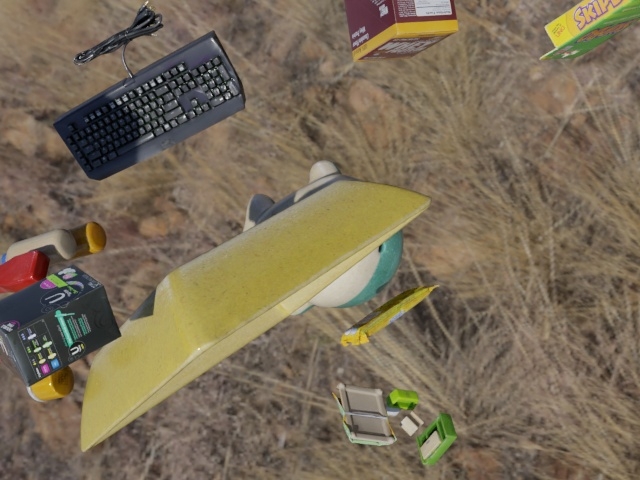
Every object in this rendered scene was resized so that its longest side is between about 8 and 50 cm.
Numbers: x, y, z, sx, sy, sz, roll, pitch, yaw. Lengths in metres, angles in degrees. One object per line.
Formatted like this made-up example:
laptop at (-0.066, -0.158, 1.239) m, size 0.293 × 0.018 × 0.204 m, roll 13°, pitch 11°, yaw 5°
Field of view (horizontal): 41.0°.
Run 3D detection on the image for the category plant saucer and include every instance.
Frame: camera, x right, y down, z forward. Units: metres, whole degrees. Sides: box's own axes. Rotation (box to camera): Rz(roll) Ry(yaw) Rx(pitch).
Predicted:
plant saucer at (-0.088, 0.061, 0.887) m, size 0.081 × 0.332 × 0.333 m, roll 54°, pitch 139°, yaw 4°

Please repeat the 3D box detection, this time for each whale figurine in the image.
whale figurine at (0.000, 0.000, 1.180) m, size 0.272 × 0.141 × 0.217 m, roll 6°, pitch 83°, yaw 48°

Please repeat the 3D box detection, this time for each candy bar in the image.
candy bar at (0.079, 0.081, 0.973) m, size 0.040 × 0.161 × 0.018 m, roll -16°, pitch 98°, yaw 42°

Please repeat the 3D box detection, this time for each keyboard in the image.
keyboard at (-0.279, -0.228, 1.293) m, size 0.317 × 0.202 × 0.033 m, roll -23°, pitch 14°, yaw 23°

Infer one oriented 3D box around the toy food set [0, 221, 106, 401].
toy food set at (-0.336, 0.074, 1.003) m, size 0.104 × 0.111 × 0.232 m, roll -15°, pitch 56°, yaw 25°

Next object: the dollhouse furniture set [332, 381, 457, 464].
dollhouse furniture set at (0.076, 0.214, 0.978) m, size 0.059 × 0.151 × 0.076 m, roll -58°, pitch 31°, yaw 36°

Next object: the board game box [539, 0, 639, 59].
board game box at (0.343, -0.262, 0.861) m, size 0.259 × 0.124 × 0.039 m, roll -34°, pitch 80°, yaw 35°

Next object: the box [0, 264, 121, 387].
box at (-0.213, 0.066, 0.677) m, size 0.062 × 0.083 × 0.052 m, roll 22°, pitch 133°, yaw 48°

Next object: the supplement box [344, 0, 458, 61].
supplement box at (0.142, -0.456, 1.607) m, size 0.191 × 0.129 × 0.194 m, roll 170°, pitch 91°, yaw -67°
